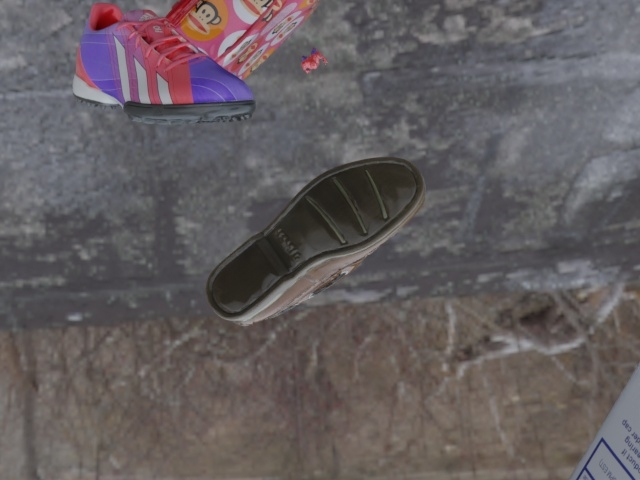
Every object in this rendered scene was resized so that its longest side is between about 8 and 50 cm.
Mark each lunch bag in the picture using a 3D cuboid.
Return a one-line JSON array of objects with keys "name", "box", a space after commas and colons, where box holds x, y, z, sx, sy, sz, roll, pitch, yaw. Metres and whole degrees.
[{"name": "lunch bag", "box": [-0.120, -0.300, 1.511, 0.258, 0.120, 0.293, -46, -179, 4]}]

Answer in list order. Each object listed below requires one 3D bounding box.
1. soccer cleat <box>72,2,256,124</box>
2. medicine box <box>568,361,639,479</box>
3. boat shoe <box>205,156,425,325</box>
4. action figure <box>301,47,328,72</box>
[{"name": "soccer cleat", "box": [-0.178, -0.191, 1.165, 0.108, 0.116, 0.318, -4, -165, -36]}, {"name": "medicine box", "box": [0.371, 0.206, 0.898, 0.263, 0.149, 0.289, 14, 114, -27]}, {"name": "boat shoe", "box": [0.000, 0.000, 1.347, 0.307, 0.111, 0.104, -30, 160, 11]}, {"name": "action figure", "box": [-0.012, -0.277, 1.664, 0.038, 0.030, 0.115, -31, -169, 7]}]
